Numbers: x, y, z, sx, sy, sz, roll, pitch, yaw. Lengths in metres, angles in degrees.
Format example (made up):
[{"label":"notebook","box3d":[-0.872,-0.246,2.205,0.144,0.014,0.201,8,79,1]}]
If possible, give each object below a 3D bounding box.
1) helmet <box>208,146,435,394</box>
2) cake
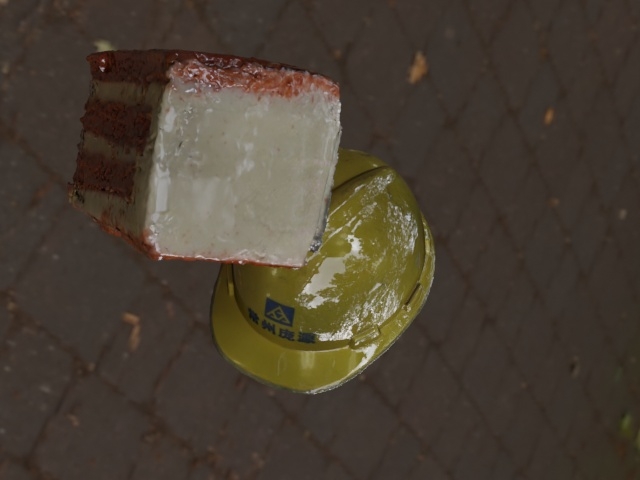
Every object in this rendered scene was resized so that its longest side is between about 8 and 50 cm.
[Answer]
[{"label":"helmet","box3d":[0.000,0.000,1.332,0.257,0.205,0.140,-57,160,-29]},{"label":"cake","box3d":[-0.138,-0.072,1.094,0.160,0.262,0.158,4,95,-58]}]
